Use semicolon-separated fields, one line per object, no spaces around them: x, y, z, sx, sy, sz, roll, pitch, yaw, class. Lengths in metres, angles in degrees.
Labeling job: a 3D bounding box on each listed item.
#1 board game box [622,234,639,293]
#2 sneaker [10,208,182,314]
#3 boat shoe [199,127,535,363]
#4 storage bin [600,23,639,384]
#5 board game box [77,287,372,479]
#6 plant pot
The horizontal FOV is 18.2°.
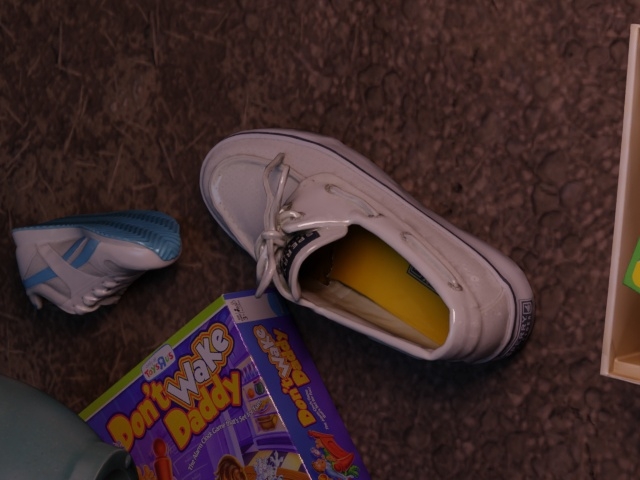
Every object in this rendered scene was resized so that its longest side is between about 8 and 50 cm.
0.367;0.005;1.305;0.317;0.046;0.214;32;113;34;board game box
-0.212;0.022;1.953;0.228;0.087;0.092;-2;100;48;sneaker
-0.001;0.009;1.712;0.367;0.156;0.136;34;115;33;boat shoe
0.352;-0.013;1.425;0.260;0.123;0.262;11;102;40;storage bin
-0.121;0.231;1.892;0.347;0.078;0.233;-40;69;36;board game box
-0.282;0.263;1.824;0.196;0.293;0.293;6;100;14;plant pot
